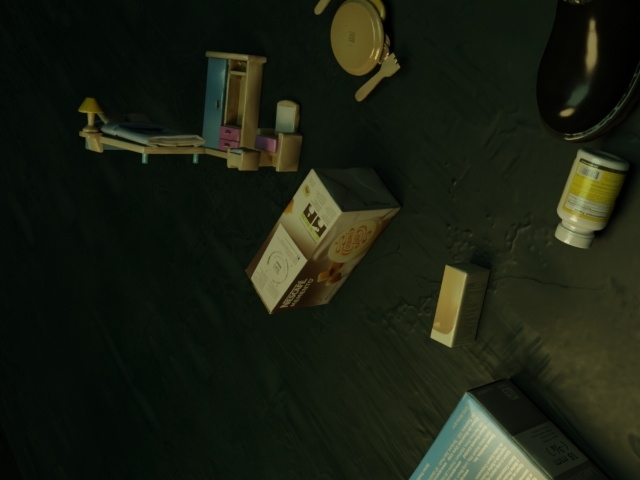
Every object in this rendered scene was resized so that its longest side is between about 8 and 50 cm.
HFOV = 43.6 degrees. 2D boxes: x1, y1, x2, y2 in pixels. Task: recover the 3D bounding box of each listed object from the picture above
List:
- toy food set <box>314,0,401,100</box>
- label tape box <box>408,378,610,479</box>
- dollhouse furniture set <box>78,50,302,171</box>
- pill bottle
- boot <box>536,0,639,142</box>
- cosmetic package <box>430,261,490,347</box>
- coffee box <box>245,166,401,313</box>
[{"bbox_3d":[0.067,-0.331,1.290,0.132,0.039,0.192,-37,72,50],"label":"toy food set"},{"bbox_3d":[0.279,0.391,1.068,0.333,0.106,0.240,47,125,34],"label":"label tape box"},{"bbox_3d":[-0.234,-0.239,1.420,0.286,0.304,0.198,18,107,45],"label":"dollhouse furniture set"},{"bbox_3d":[0.334,-0.052,0.999,0.065,0.065,0.116,33,117,40],"label":"pill bottle"},{"bbox_3d":[0.275,-0.283,0.894,0.131,0.260,0.347,40,120,45],"label":"boot"},{"bbox_3d":[0.202,0.092,1.159,0.041,0.060,0.115,24,109,44],"label":"cosmetic package"},{"bbox_3d":[0.000,0.000,1.309,0.098,0.141,0.246,56,129,27],"label":"coffee box"}]
